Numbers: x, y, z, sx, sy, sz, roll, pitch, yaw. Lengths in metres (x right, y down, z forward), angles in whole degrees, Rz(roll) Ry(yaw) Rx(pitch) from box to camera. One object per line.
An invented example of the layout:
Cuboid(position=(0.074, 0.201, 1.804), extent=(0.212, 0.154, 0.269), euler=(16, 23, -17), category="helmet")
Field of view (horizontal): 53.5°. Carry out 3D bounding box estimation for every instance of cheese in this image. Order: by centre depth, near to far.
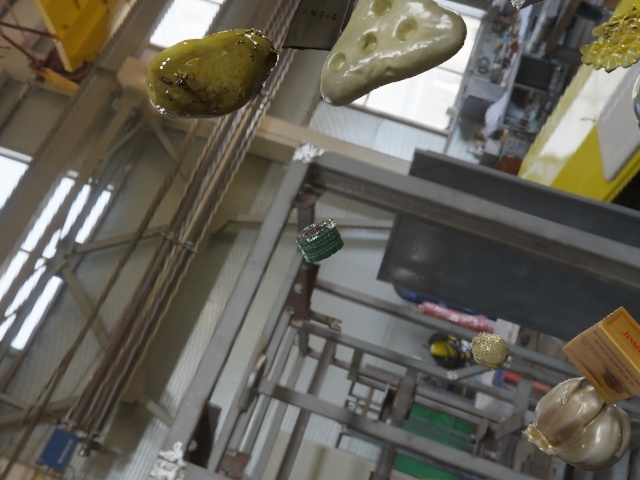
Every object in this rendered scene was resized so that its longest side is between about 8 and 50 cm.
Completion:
Cuboid(position=(0.188, -0.473, 1.606), extent=(0.351, 0.328, 0.129), euler=(-63, -31, -9), category="cheese")

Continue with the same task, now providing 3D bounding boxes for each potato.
Cuboid(position=(-0.221, -0.354, 1.357), extent=(0.300, 0.140, 0.172), euler=(-26, -60, -26), category="potato")

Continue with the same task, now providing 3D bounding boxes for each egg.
Cuboid(position=(0.562, 0.365, 2.101), extent=(0.116, 0.140, 0.118), euler=(-51, 38, 7), category="egg")

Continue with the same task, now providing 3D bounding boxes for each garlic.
Cuboid(position=(0.719, 0.506, 1.737), extent=(0.292, 0.237, 0.210), euler=(-36, -30, 20), category="garlic")

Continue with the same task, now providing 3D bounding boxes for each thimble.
Cuboid(position=(-0.002, 0.001, 1.961), extent=(0.118, 0.135, 0.090), euler=(-90, -25, -67), category="thimble")

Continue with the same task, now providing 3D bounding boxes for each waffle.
Cuboid(position=(0.798, -0.516, 1.612), extent=(0.056, 0.261, 0.250), euler=(54, -161, -33), category="waffle")

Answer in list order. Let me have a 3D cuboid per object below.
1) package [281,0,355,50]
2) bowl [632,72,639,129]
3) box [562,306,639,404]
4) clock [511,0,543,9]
Cuboid(position=(0.000, -0.606, 1.692), extent=(0.251, 0.062, 0.203), euler=(-20, -40, -50), category="package")
Cuboid(position=(1.082, -0.389, 1.899), extent=(0.185, 0.354, 0.353), euler=(110, -178, -54), category="bowl")
Cuboid(position=(0.679, 0.273, 1.467), extent=(0.076, 0.174, 0.274), euler=(-32, -20, -8), category="box")
Cuboid(position=(0.687, -0.793, 1.852), extent=(0.189, 0.254, 0.188), euler=(169, 90, -86), category="clock")
